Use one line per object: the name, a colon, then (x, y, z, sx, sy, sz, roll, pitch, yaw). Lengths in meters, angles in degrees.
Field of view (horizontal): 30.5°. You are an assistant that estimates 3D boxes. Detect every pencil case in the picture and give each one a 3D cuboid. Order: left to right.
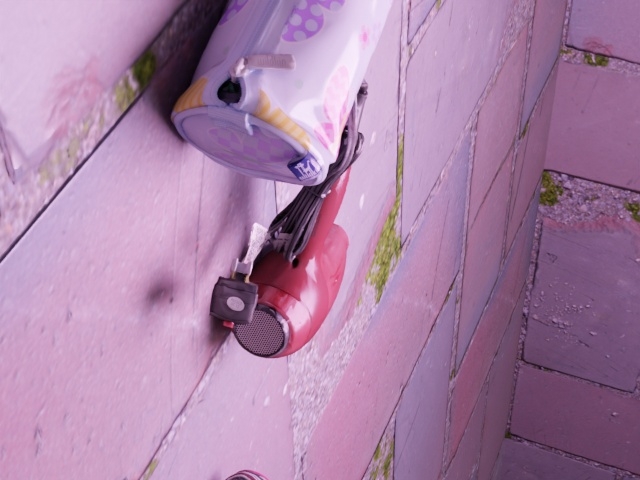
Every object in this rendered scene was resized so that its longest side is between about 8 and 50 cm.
pencil case: (-0.010, -0.175, 0.838, 0.124, 0.113, 0.273, 48, 58, -54)

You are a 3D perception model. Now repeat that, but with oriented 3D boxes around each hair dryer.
hair dryer: (0.000, 0.000, 0.992, 0.223, 0.080, 0.293, -55, 175, -7)

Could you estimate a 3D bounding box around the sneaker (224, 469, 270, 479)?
sneaker: (-0.101, 0.308, 0.986, 0.112, 0.121, 0.299, 58, 33, -26)
